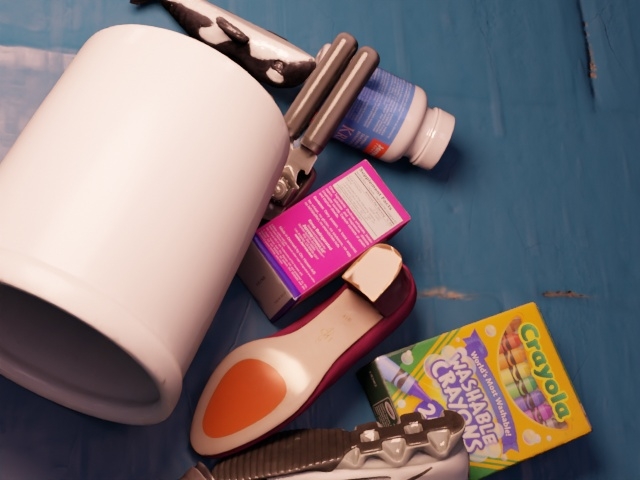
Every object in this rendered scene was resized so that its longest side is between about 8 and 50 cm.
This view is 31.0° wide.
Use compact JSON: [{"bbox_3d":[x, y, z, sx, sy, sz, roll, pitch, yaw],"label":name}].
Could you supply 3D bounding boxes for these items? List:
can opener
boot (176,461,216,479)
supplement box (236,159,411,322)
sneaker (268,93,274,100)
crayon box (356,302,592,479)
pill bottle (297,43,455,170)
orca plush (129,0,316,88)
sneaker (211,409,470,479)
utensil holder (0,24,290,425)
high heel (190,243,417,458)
[{"bbox_3d":[-0.014,-0.151,1.610,0.076,0.095,0.283,34,93,15],"label":"can opener"},{"bbox_3d":[-0.155,0.438,1.333,0.222,0.118,0.338,-21,71,-12],"label":"boot"},{"bbox_3d":[0.000,0.000,1.603,0.220,0.111,0.114,-33,83,-28],"label":"supplement box"},{"bbox_3d":[-0.164,-0.155,1.618,0.222,0.083,0.118,1,70,-21],"label":"sneaker"},{"bbox_3d":[0.238,0.218,1.623,0.323,0.083,0.203,-17,77,-25],"label":"crayon box"},{"bbox_3d":[0.081,-0.189,1.697,0.221,0.124,0.124,24,64,-9],"label":"pill bottle"},{"bbox_3d":[-0.149,-0.277,1.662,0.287,0.151,0.102,26,103,2],"label":"orca plush"},{"bbox_3d":[0.028,0.316,1.466,0.330,0.122,0.146,-7,107,7],"label":"sneaker"},{"bbox_3d":[-0.249,-0.023,1.407,0.327,0.327,0.385,28,61,-8],"label":"utensil holder"},{"bbox_3d":[-0.012,0.169,1.562,0.377,0.181,0.127,-40,67,-6],"label":"high heel"}]
